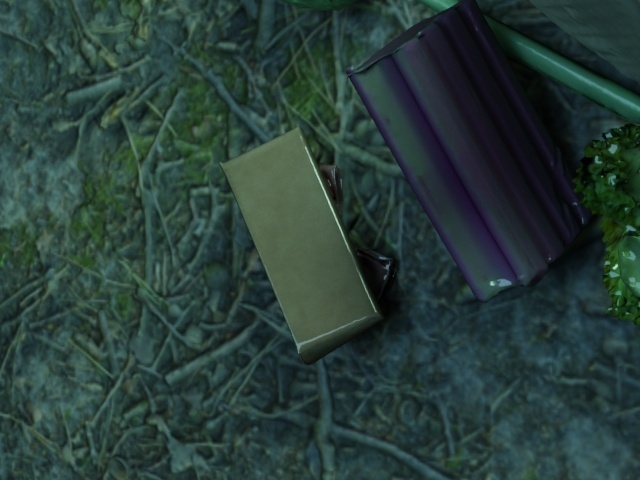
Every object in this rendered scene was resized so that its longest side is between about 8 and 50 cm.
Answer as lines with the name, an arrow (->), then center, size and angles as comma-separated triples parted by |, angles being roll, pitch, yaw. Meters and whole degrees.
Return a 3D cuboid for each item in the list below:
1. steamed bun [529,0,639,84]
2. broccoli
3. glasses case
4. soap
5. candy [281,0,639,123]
steamed bun -> 0.244, -0.276, 1.154 | 0.309, 0.309, 0.309 | 1, 92, 37
broccoli -> 0.259, -0.001, 1.193 | 0.220, 0.194, 0.194 | 41, 114, 23
glasses case -> 0.000, 0.000, 1.479 | 0.102, 0.070, 0.193 | -26, 71, 6
soap -> 0.114, -0.069, 1.302 | 0.065, 0.122, 0.203 | -22, 102, 40
candy -> 0.114, -0.176, 1.369 | 0.440, 0.119, 0.119 | 32, 110, 26
